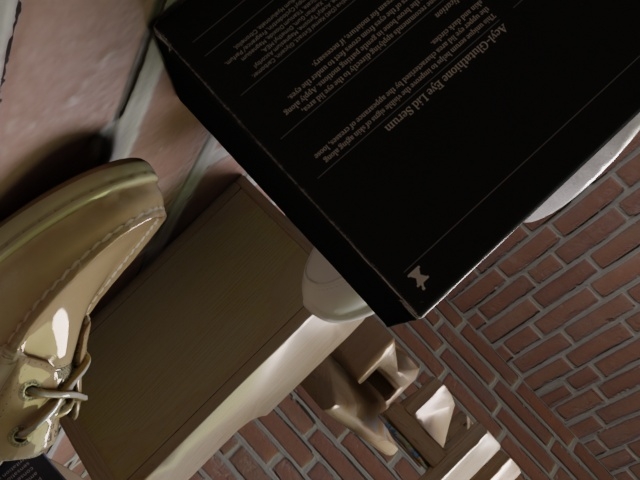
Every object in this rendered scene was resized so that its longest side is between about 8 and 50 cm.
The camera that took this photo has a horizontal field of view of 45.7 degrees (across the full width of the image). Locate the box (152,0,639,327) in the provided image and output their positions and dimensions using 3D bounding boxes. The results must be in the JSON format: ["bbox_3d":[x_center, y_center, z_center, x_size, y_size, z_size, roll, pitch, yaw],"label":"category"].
[{"bbox_3d":[0.076,-0.108,0.405,0.261,0.184,0.103,-41,173,-9],"label":"box"}]

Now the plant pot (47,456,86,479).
[{"bbox_3d":[-0.404,0.381,1.093,0.109,0.096,0.109,-47,172,30],"label":"plant pot"}]

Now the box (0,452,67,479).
[{"bbox_3d":[-0.258,0.470,0.844,0.212,0.395,0.293,-40,146,-24],"label":"box"}]

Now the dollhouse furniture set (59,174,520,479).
[{"bbox_3d":[-0.042,0.159,0.779,0.256,0.362,0.394,-44,146,-3],"label":"dollhouse furniture set"}]

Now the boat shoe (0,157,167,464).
[{"bbox_3d":[-0.180,0.078,0.445,0.302,0.098,0.109,-45,173,15],"label":"boat shoe"}]

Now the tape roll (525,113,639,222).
[{"bbox_3d":[0.244,-0.202,0.696,0.392,0.072,0.392,-63,-177,5],"label":"tape roll"}]

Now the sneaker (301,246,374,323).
[{"bbox_3d":[0.058,-0.089,0.530,0.305,0.152,0.114,-58,-151,-8],"label":"sneaker"}]
